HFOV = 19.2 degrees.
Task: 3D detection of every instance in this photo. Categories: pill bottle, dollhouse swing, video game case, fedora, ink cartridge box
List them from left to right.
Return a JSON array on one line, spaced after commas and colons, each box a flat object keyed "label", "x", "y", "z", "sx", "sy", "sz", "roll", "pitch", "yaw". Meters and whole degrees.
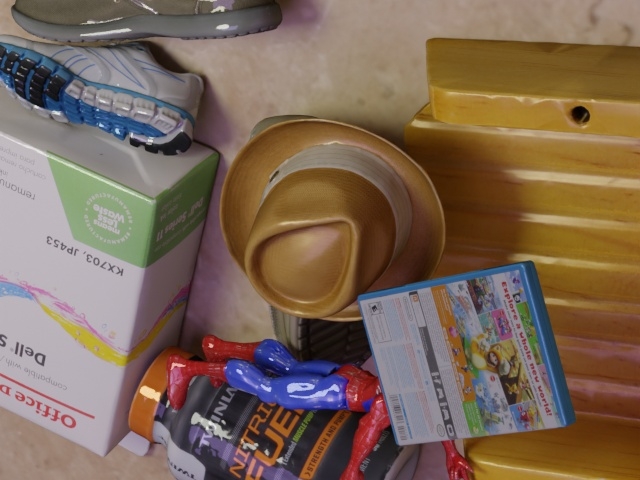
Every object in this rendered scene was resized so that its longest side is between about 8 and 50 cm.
[{"label": "ink cartridge box", "x": -0.236, "y": 0.051, "z": 1.713, "sx": 0.207, "sy": 0.119, "sz": 0.353, "roll": 23, "pitch": 123, "yaw": 15}, {"label": "pill bottle", "x": -0.046, "y": 0.182, "z": 1.677, "sx": 0.245, "sy": 0.130, "sz": 0.130, "roll": 24, "pitch": 124, "yaw": 14}, {"label": "fedora", "x": 0.000, "y": 0.000, "z": 1.454, "sx": 0.194, "sy": 0.079, "sz": 0.194, "roll": 10, "pitch": 125, "yaw": 14}, {"label": "video game case", "x": 0.103, "y": 0.084, "z": 1.373, "sx": 0.166, "sy": 0.015, "sz": 0.119, "roll": -13, "pitch": 93, "yaw": 46}, {"label": "dollhouse swing", "x": 0.167, "y": 0.069, "z": 1.402, "sx": 0.315, "sy": 0.305, "sz": 0.347, "roll": 6, "pitch": 118, "yaw": 25}]

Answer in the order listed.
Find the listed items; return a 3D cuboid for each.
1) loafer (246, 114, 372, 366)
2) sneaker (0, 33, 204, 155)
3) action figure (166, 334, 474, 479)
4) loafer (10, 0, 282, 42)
[{"label": "loafer", "x": -0.005, "y": 0.002, "z": 1.589, "sx": 0.092, "sy": 0.102, "sz": 0.269, "roll": 43, "pitch": 146, "yaw": 47}, {"label": "sneaker", "x": -0.188, "y": -0.140, "z": 1.609, "sx": 0.190, "sy": 0.083, "sz": 0.071, "roll": 22, "pitch": 149, "yaw": -2}, {"label": "action figure", "x": 0.017, "y": 0.152, "z": 1.529, "sx": 0.280, "sy": 0.091, "sz": 0.139, "roll": 0, "pitch": 107, "yaw": 34}, {"label": "loafer", "x": -0.145, "y": -0.211, "z": 1.558, "sx": 0.251, "sy": 0.094, "sz": 0.087, "roll": 2, "pitch": 101, "yaw": 26}]
